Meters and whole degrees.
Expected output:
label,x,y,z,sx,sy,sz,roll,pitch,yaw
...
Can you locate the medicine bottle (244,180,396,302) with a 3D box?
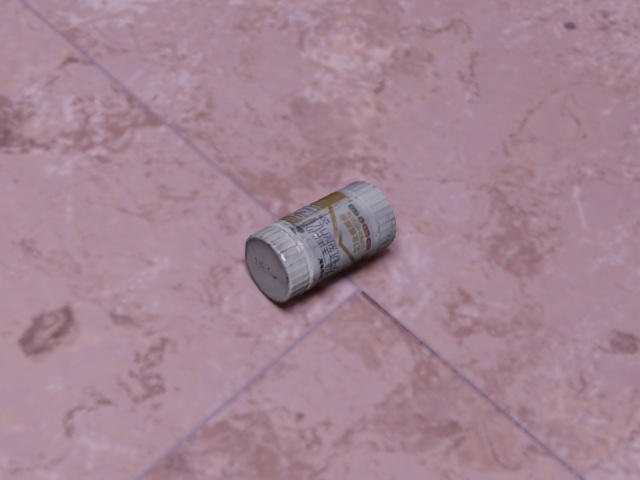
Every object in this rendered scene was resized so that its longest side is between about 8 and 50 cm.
label,x,y,z,sx,sy,sz,roll,pitch,yaw
medicine bottle,0.000,0.000,1.119,0.083,0.047,0.047,-27,65,-30
